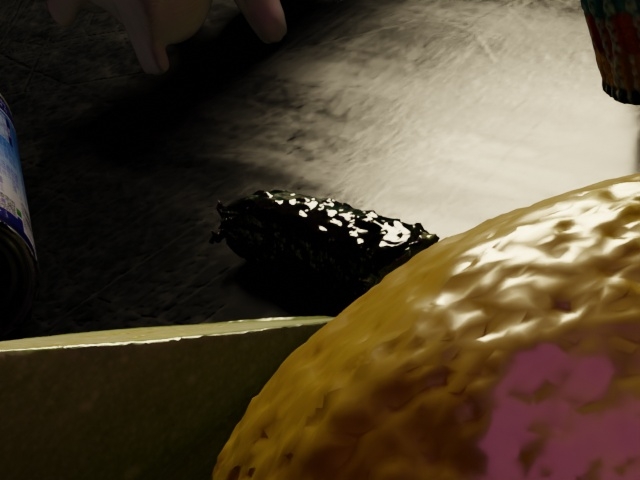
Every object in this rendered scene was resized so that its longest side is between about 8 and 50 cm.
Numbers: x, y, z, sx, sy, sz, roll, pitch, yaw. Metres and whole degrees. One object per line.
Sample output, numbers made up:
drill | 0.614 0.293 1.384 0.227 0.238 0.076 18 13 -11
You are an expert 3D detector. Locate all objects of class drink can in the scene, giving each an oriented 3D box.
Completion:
drink can | -0.238 -0.026 1.085 0.097 0.097 0.235 -24 31 -2

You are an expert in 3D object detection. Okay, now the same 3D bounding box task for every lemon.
lemon | 0.100 0.114 0.470 0.293 0.293 0.293 -17 31 10

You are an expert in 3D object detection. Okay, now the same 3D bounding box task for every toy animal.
toy animal | -0.066 -0.218 1.258 0.282 0.138 0.140 -17 30 -40

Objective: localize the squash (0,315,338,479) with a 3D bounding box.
squash | -0.119 0.055 0.788 0.260 0.189 0.189 -43 35 -23

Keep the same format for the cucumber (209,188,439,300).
cucumber | 0.000 0.000 0.930 0.053 0.053 0.181 -39 33 -25

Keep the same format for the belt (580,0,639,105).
belt | 0.282 -0.159 0.893 0.295 0.160 0.207 -12 15 16
